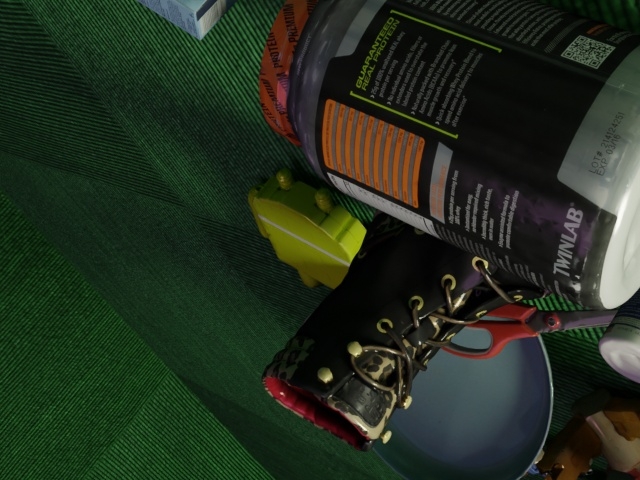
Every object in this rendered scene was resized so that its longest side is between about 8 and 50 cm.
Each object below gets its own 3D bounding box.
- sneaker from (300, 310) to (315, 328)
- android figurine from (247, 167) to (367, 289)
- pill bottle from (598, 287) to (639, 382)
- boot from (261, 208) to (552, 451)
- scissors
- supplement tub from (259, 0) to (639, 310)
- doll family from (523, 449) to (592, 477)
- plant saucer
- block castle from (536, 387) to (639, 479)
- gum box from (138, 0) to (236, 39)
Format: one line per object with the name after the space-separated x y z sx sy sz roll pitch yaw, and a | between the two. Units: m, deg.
0.113 0.201 1.558 0.305 0.114 0.152 30 172 34 | sneaker
0.000 0.000 1.359 0.248 0.056 0.273 28 158 28 | android figurine
0.303 0.063 0.884 0.067 0.120 0.067 33 159 14 | pill bottle
0.113 0.074 0.991 0.138 0.284 0.377 49 158 -27 | boot
0.242 0.097 1.100 0.297 0.021 0.109 11 104 39 | scissors
0.119 -0.094 0.763 0.316 0.194 0.194 28 157 28 | supplement tub
0.364 0.354 1.476 0.193 0.076 0.111 42 164 6 | doll family
0.152 0.158 1.233 0.317 0.043 0.318 11 107 40 | plant saucer
0.324 0.390 1.081 0.213 0.453 0.303 53 155 -16 | block castle
-0.127 -0.275 0.847 0.184 0.157 0.041 33 160 14 | gum box
